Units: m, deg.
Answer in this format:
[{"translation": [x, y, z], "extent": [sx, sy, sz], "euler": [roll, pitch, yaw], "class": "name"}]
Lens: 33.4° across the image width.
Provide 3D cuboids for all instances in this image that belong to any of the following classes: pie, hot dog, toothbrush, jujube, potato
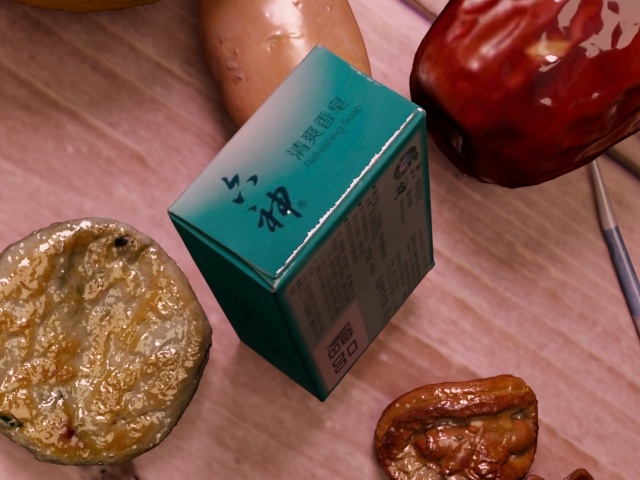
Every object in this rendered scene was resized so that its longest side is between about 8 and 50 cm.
[{"translation": [-0.173, 0.077, 0.794], "extent": [0.186, 0.041, 0.187], "euler": [1, 87, -19], "class": "pie"}, {"translation": [0.117, 0.159, 0.875], "extent": [0.147, 0.065, 0.099], "euler": [-3, 98, -21], "class": "hot dog"}, {"translation": [0.265, 0.009, 0.954], "extent": [0.025, 0.019, 0.276], "euler": [-21, 94, -13], "class": "toothbrush"}, {"translation": [0.223, -0.176, 0.851], "extent": [0.318, 0.223, 0.223], "euler": [-38, 99, -7], "class": "jujube"}, {"translation": [-0.028, -0.145, 0.816], "extent": [0.118, 0.109, 0.178], "euler": [-14, 79, -24], "class": "potato"}]

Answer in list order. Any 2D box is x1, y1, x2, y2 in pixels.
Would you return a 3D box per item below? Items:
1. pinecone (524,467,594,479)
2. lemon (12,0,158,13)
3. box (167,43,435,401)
[{"translation": [0.204, 0.288, 0.830], "extent": [0.207, 0.207, 0.208], "euler": [1, 87, -18], "class": "pinecone"}, {"translation": [-0.148, -0.284, 0.716], "extent": [0.310, 0.253, 0.254], "euler": [-18, 93, -22], "class": "lemon"}, {"translation": [0.000, 0.000, 0.747], "extent": [0.092, 0.245, 0.153], "euler": [35, 74, 21], "class": "box"}]
